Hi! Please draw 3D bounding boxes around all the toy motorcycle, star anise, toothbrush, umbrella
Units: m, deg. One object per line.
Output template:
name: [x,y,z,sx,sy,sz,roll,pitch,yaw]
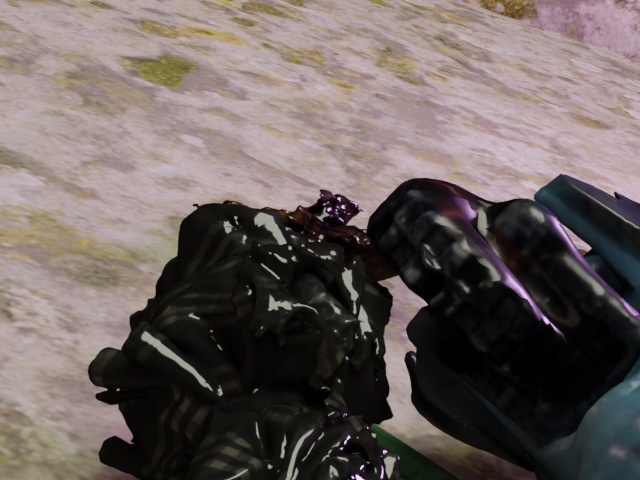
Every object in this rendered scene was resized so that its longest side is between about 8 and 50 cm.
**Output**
toy motorcycle: [0.180,0.093,0.840,0.232,0.172,0.416,47,11,34]
star anise: [-0.001,0.004,1.122,0.212,0.053,0.157,3,21,-45]
toothbrush: [0.009,0.100,0.892,0.257,0.018,0.024,30,14,37]
umbrella: [-0.035,0.110,0.670,0.128,0.154,0.336,44,26,-28]

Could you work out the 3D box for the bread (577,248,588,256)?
bread: [0.208,0.045,1.195,0.082,0.060,0.113,29,18,29]
